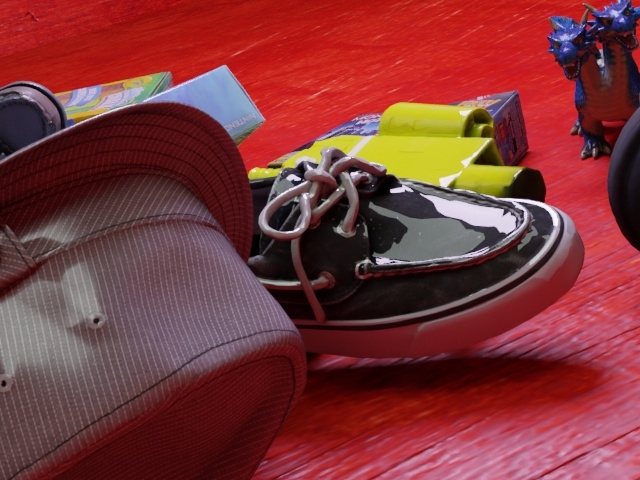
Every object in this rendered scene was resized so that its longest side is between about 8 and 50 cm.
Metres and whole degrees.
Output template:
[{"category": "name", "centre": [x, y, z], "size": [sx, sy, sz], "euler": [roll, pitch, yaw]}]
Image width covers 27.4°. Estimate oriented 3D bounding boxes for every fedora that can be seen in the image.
[{"category": "fedora", "centre": [-0.104, 0.075, 0.630], "size": [0.275, 0.244, 0.124], "euler": [-31, 53, -27]}]

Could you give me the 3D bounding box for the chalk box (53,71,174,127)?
[{"category": "chalk box", "centre": [-0.191, -0.075, 1.235], "size": [0.213, 0.132, 0.132], "euler": [-12, 18, 6]}]

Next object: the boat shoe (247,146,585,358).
[{"category": "boat shoe", "centre": [0.001, -0.003, 0.798], "size": [0.306, 0.105, 0.113], "euler": [-1, 42, 29]}]

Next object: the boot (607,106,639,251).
[{"category": "boot", "centre": [0.351, 0.005, 0.609], "size": [0.367, 0.146, 0.445], "euler": [-13, 22, 7]}]

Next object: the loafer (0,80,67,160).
[{"category": "loafer", "centre": [-0.307, -0.016, 1.075], "size": [0.267, 0.096, 0.084], "euler": [-45, 10, 17]}]

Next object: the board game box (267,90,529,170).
[{"category": "board game box", "centre": [0.089, -0.075, 1.149], "size": [0.194, 0.060, 0.194], "euler": [1, 22, 39]}]

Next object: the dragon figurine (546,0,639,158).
[{"category": "dragon figurine", "centre": [0.252, -0.163, 1.161], "size": [0.085, 0.144, 0.289], "euler": [-8, 18, 15]}]

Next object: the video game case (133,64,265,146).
[{"category": "video game case", "centre": [-0.205, -0.014, 0.999], "size": [0.269, 0.061, 0.244], "euler": [-31, -3, -44]}]

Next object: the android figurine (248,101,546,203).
[{"category": "android figurine", "centre": [0.022, -0.016, 0.958], "size": [0.273, 0.056, 0.248], "euler": [9, 45, 46]}]
